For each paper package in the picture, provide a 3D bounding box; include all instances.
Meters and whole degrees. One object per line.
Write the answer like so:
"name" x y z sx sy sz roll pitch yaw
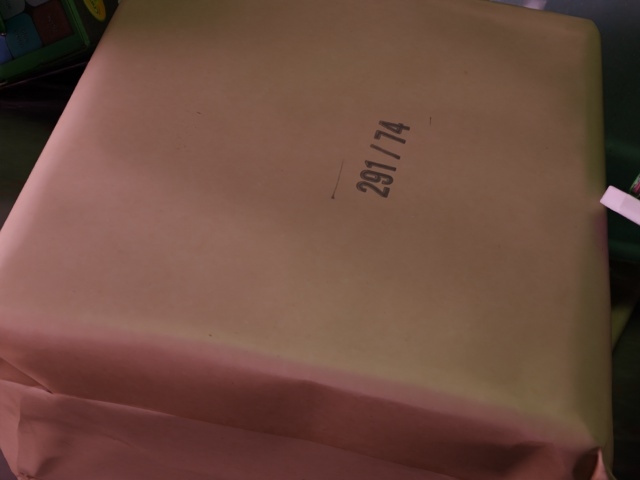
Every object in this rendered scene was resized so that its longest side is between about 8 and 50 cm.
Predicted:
"paper package" 0.000 0.000 0.599 0.310 0.168 0.324 12 48 2

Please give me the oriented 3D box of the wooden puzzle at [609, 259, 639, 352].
"wooden puzzle" 0.080 0.014 0.813 0.322 0.080 0.348 22 28 19

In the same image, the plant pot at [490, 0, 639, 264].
"plant pot" 0.251 -0.205 0.889 0.341 0.334 0.341 16 25 -8

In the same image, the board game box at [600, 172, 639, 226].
"board game box" 0.382 0.077 0.576 0.390 0.050 0.390 35 11 29

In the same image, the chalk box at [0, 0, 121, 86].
"chalk box" -0.282 -0.262 1.025 0.179 0.180 0.289 -13 12 31
